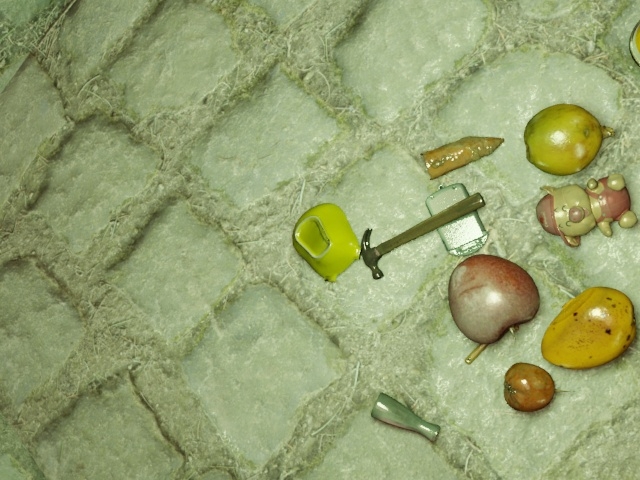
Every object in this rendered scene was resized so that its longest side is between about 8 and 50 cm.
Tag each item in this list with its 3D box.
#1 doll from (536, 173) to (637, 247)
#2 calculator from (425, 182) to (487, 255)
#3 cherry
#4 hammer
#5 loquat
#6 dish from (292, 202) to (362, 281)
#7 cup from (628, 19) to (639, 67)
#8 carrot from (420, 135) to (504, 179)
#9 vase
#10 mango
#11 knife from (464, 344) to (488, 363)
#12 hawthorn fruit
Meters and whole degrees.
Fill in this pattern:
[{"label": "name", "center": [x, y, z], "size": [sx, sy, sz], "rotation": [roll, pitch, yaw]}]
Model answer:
[{"label": "doll", "center": [0.767, -0.089, 1.711], "size": [0.256, 0.152, 0.196], "rotation": [-16, 68, 22]}, {"label": "calculator", "center": [0.435, -0.071, 1.880], "size": [0.141, 0.045, 0.246], "rotation": [-26, 78, 16]}, {"label": "cherry", "center": [0.506, 0.166, 1.751], "size": [0.261, 0.221, 0.307], "rotation": [-37, 54, 16]}, {"label": "hammer", "center": [0.323, -0.032, 1.884], "size": [0.440, 0.044, 0.168], "rotation": [-28, 78, 25]}, {"label": "loquat", "center": [0.726, -0.300, 1.714], "size": [0.246, 0.213, 0.213], "rotation": [-8, 84, 18]}, {"label": "dish", "center": [0.000, 0.000, 1.979], "size": [0.221, 0.108, 0.262], "rotation": [-42, 68, 19]}, {"label": "cup", "center": [0.977, -0.582, 1.604], "size": [0.197, 0.280, 0.196], "rotation": [-1, 85, 13]}, {"label": "carrot", "center": [0.458, -0.277, 1.872], "size": [0.263, 0.102, 0.101], "rotation": [-18, 81, 12]}, {"label": "vase", "center": [0.274, 0.573, 1.881], "size": [0.214, 0.086, 0.086], "rotation": [23, 94, 15]}, {"label": "mango", "center": [0.773, 0.266, 1.685], "size": [0.290, 0.160, 0.191], "rotation": [-42, 83, 16]}, {"label": "knife", "center": [0.537, 0.287, 1.834], "size": [0.046, 0.022, 0.256], "rotation": [45, 101, 23]}, {"label": "hawthorn fruit", "center": [0.628, 0.443, 1.747], "size": [0.189, 0.149, 0.149], "rotation": [21, 95, -20]}]
